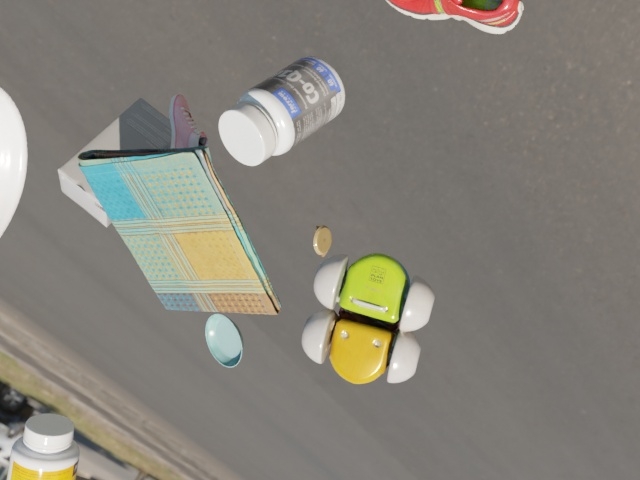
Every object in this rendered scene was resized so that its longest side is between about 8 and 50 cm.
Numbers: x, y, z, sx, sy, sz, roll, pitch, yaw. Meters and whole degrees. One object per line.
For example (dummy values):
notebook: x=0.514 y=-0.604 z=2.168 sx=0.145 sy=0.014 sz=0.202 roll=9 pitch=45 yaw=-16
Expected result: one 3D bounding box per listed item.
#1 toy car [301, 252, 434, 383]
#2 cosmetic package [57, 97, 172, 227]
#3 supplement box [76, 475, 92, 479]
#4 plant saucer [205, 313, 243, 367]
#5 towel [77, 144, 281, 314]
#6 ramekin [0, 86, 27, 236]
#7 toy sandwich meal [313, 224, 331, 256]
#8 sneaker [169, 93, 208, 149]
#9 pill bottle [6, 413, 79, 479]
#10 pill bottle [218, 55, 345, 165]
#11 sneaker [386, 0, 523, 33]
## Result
toy car: x=0.069 y=0.098 z=1.088 sx=0.159 sy=0.182 sz=0.136 roll=15 pitch=-164 yaw=11
cosmetic package: x=-0.392 y=-0.157 z=1.588 sx=0.127 sy=0.238 sz=0.107 roll=39 pitch=157 yaw=7
supplement box: x=-0.525 y=0.600 z=1.758 sx=0.080 sy=0.104 sz=0.188 roll=22 pitch=172 yaw=-17
plant saucer: x=-0.200 y=0.211 z=1.699 sx=0.119 sy=0.021 sz=0.119 roll=16 pitch=114 yaw=40
towel: x=-0.241 y=-0.009 z=1.393 sx=0.271 sy=0.040 sz=0.370 roll=1 pitch=133 yaw=28
ramekin: x=-0.531 y=-0.096 z=1.052 sx=0.135 sy=0.277 sz=0.277 roll=16 pitch=154 yaw=15
toy sandwich meal: x=0.000 y=0.000 z=2.064 sx=0.029 sy=0.086 sz=0.086 roll=7 pitch=148 yaw=35
sneaker: x=-0.241 y=-0.209 z=1.478 sx=0.070 sy=0.134 sz=0.051 roll=-6 pitch=169 yaw=21
pill bottle: x=-0.497 y=0.424 z=1.418 sx=0.117 sy=0.215 sz=0.117 roll=12 pitch=-167 yaw=-3
pill bottle: x=-0.042 y=-0.141 z=0.868 sx=0.078 sy=0.137 sz=0.078 roll=26 pitch=137 yaw=27
sneaker: x=0.243 y=-0.471 z=1.488 sx=0.278 sy=0.107 sz=0.118 roll=17 pitch=-179 yaw=19
